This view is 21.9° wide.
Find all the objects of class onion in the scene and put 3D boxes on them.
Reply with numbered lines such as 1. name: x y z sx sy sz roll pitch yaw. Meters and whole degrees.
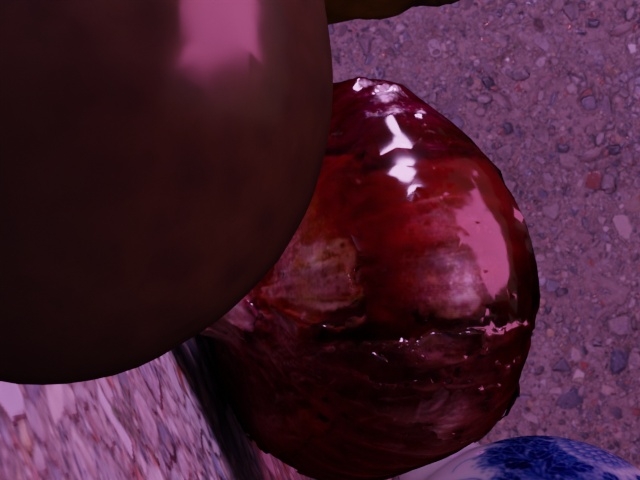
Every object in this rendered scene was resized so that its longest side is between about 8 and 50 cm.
1. onion: 0.008 0.028 0.984 0.252 0.219 0.252 -1 -91 54

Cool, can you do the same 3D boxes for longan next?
1. longan: -0.084 -0.053 0.452 0.204 0.159 0.184 39 36 -54

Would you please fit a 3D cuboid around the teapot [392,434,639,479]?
1. teapot: 0.176 0.267 1.203 0.280 0.252 0.424 -2 46 -53

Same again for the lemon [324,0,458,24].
1. lemon: -0.034 -0.302 1.057 0.387 0.350 0.350 56 3 4
